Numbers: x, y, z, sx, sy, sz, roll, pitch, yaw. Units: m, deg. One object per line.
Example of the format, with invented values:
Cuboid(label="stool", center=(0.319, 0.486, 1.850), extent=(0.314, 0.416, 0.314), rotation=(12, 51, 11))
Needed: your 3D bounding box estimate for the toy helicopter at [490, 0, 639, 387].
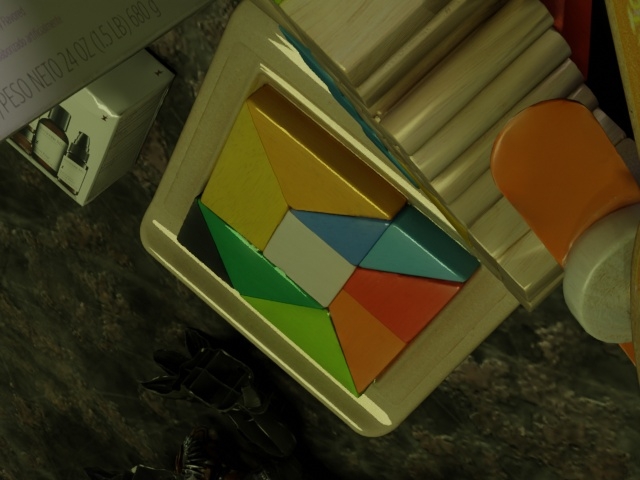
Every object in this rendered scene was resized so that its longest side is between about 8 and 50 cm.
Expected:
Cuboid(label="toy helicopter", center=(0.139, -0.016, 0.433), extent=(0.235, 0.140, 0.355), rotation=(-136, 29, -77))

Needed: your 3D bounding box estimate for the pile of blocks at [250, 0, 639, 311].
Cuboid(label="pile of blocks", center=(0.039, -0.114, 0.524), extent=(0.362, 0.112, 0.149), rotation=(47, -179, -38))

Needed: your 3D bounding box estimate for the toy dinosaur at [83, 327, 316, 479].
Cuboid(label="toy dinosaur", center=(-0.047, 0.190, 0.869), extent=(0.322, 0.164, 0.218), rotation=(-22, 123, 27))

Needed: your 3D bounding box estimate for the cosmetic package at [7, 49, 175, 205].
Cuboid(label="cosmetic package", center=(-0.210, -0.137, 0.762), extent=(0.239, 0.060, 0.099), rotation=(40, 138, 5))

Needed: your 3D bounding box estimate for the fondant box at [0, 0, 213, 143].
Cuboid(label="fondant box", center=(-0.203, -0.210, 0.563), extent=(0.096, 0.238, 0.330), rotation=(-22, 108, 47))

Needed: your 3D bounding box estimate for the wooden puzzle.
Cuboid(label="wooden puzzle", center=(0.000, 0.000, 0.717), extent=(0.221, 0.044, 0.238), rotation=(40, 138, 5))
